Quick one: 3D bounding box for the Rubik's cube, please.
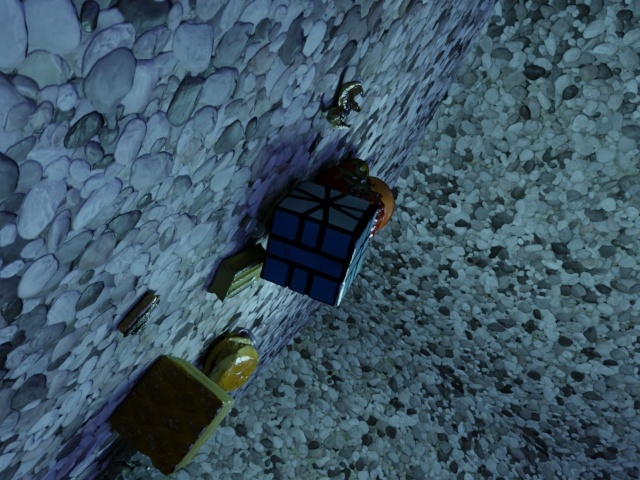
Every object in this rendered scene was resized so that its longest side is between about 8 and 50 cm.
[{"bbox_3d":[0.000,0.000,1.686,0.293,0.288,0.283,-57,162,-57],"label":"Rubik's cube"}]

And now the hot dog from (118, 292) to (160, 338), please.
[{"bbox_3d":[-0.441,0.185,1.263,0.133,0.041,0.056,-51,168,-18],"label":"hot dog"}]

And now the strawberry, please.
[{"bbox_3d":[0.061,-0.099,1.924,0.351,0.312,0.267,-40,155,27],"label":"strawberry"}]

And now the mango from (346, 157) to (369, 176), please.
[{"bbox_3d":[0.143,-0.275,2.121,0.133,0.111,0.267,-37,168,-5],"label":"mango"}]

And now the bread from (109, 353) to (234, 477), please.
[{"bbox_3d":[-0.473,0.554,1.664,0.279,0.279,0.207,-55,167,-10],"label":"bread"}]

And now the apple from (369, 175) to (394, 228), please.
[{"bbox_3d":[0.221,-0.165,2.423,0.272,0.251,0.206,-44,170,12],"label":"apple"}]

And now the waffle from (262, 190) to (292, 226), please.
[{"bbox_3d":[-0.141,-0.105,1.689,0.135,0.021,0.092,-57,168,17],"label":"waffle"}]

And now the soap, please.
[{"bbox_3d":[-0.259,0.101,1.682,0.233,0.076,0.135,-35,157,-58],"label":"soap"}]

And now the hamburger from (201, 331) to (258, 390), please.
[{"bbox_3d":[-0.366,0.509,2.120,0.244,0.163,0.244,-32,140,-32],"label":"hamburger"}]

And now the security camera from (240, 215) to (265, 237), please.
[{"bbox_3d":[-0.208,-0.046,1.547,0.058,0.058,0.092,-53,156,-7],"label":"security camera"}]

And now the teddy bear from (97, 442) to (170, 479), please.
[{"bbox_3d":[-0.650,0.781,1.906,0.357,0.224,0.368,-30,138,-61],"label":"teddy bear"}]

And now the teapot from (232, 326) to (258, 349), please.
[{"bbox_3d":[-0.358,0.466,2.283,0.146,0.116,0.148,-34,166,-26],"label":"teapot"}]

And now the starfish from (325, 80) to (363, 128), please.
[{"bbox_3d":[0.076,-0.413,1.570,0.238,0.071,0.216,-57,169,-45],"label":"starfish"}]
